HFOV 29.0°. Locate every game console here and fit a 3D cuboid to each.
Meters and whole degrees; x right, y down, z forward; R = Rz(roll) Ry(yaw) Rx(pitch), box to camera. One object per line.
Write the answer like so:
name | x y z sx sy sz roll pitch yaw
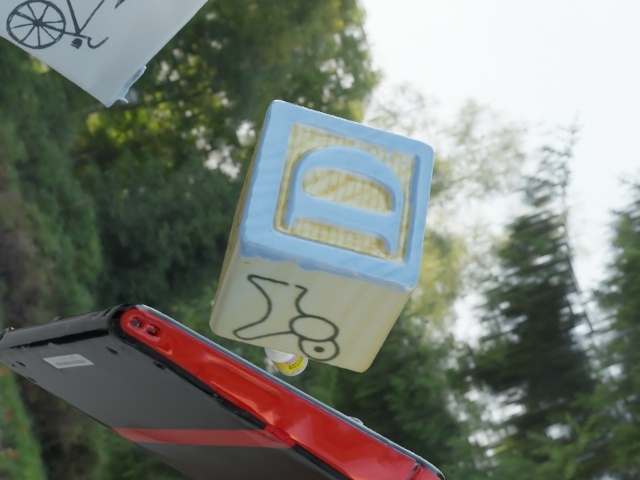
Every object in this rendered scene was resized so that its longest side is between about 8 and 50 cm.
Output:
game console | -0.101 0.159 1.120 0.342 0.060 0.386 36 -23 -20

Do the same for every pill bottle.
pill bottle | -0.045 0.139 1.561 0.083 0.043 0.043 61 5 -63

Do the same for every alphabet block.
alphabet block | 0.000 0.000 1.330 0.197 0.192 0.193 115 -10 -55

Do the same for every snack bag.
snack bag | -0.246 -0.330 1.283 0.342 0.323 0.037 33 26 -35
